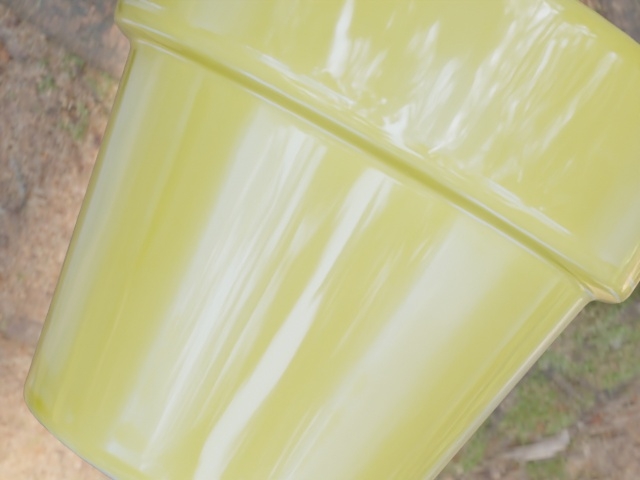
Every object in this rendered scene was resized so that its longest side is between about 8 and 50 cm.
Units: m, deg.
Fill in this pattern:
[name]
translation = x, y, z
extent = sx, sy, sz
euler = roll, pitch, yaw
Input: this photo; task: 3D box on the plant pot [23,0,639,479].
[plant pot]
translation = 0.000, 0.000, 0.620
extent = 0.254, 0.254, 0.239
euler = 30, 89, -17
